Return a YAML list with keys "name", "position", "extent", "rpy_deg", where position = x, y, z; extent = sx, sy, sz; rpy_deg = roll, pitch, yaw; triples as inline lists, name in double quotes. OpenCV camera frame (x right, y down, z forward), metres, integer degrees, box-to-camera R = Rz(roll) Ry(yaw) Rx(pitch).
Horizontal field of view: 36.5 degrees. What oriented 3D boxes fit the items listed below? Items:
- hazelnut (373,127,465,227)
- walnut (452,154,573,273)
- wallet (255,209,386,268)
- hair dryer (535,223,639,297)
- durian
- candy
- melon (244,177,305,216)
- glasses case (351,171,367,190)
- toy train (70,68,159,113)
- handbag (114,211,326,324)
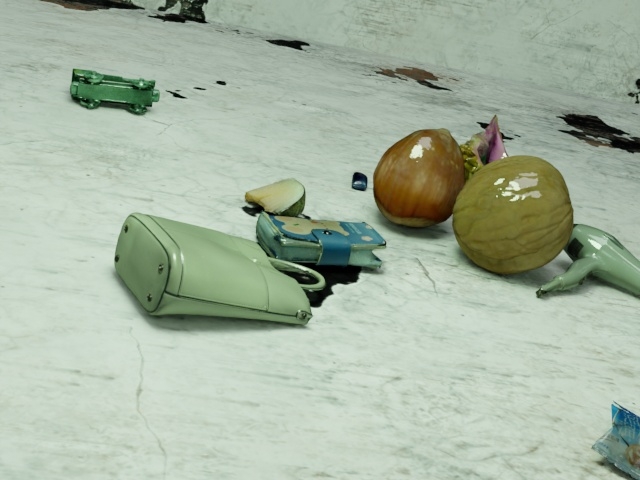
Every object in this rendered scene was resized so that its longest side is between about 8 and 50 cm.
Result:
- name: "hazelnut"
  position: [0.197, -0.122, 1.881]
  extent: [0.176, 0.214, 0.214]
  rpy_deg: [31, 24, 9]
- name: "walnut"
  position: [0.348, -0.047, 1.771]
  extent: [0.228, 0.228, 0.228]
  rpy_deg: [11, 21, -4]
- name: "wallet"
  position: [-0.001, 0.001, 1.651]
  extent: [0.202, 0.059, 0.141]
  rpy_deg: [5, 17, -22]
- name: "hair dryer"
  position: [0.527, 0.081, 1.768]
  extent: [0.229, 0.092, 0.267]
  rpy_deg: [25, 37, 13]
- name: "durian"
  position: [0.362, -0.161, 2.185]
  extent: [0.186, 0.154, 0.260]
  rpy_deg: [46, 30, 19]
- name: "candy"
  position: [0.403, 0.263, 1.256]
  extent: [0.088, 0.038, 0.136]
  rpy_deg: [34, 33, 14]
- name: "melon"
  position: [-0.067, -0.072, 1.776]
  extent: [0.098, 0.054, 0.182]
  rpy_deg: [-6, 16, -22]
- name: "glasses case"
  position: [0.085, -0.130, 2.078]
  extent: [0.033, 0.023, 0.083]
  rpy_deg: [11, 21, 0]
- name: "toy train"
  position: [-0.474, -0.348, 2.230]
  extent: [0.200, 0.083, 0.132]
  rpy_deg: [6, 19, -20]
- name: "handbag"
  position: [-0.135, 0.057, 1.442]
  extent: [0.315, 0.109, 0.241]
  rpy_deg: [14, 18, -37]
